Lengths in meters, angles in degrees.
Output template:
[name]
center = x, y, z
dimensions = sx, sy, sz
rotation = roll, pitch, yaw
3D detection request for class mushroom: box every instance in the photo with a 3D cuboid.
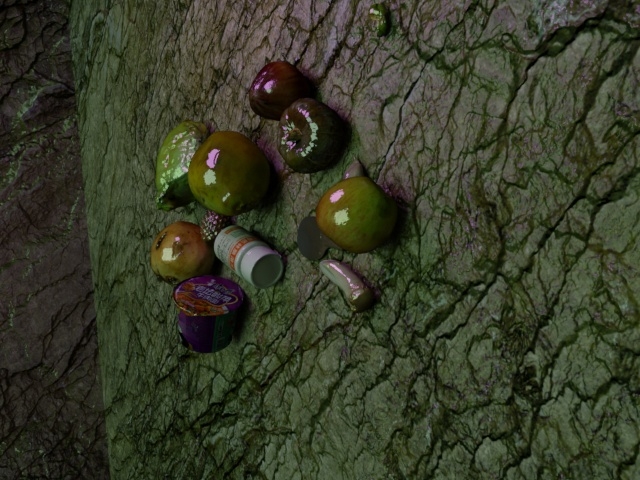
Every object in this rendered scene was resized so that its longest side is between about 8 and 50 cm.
[mushroom]
center = 0.069, 0.115, 1.567
dimensions = 0.209, 0.071, 0.084
rotation = 45, 153, 44

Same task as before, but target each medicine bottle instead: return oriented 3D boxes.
[medicine bottle]
center = -0.237, 0.054, 1.885
dimensions = 0.252, 0.144, 0.145
rotation = 34, 116, 44

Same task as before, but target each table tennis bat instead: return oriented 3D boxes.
[table tennis bat]
center = 0.000, 0.000, 1.687
dimensions = 0.234, 0.022, 0.131
rotation = 16, 102, 52

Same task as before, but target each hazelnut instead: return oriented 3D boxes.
[hazelnut]
center = -0.127, -0.449, 1.713
dimensions = 0.204, 0.177, 0.178
rotation = 23, 108, 49

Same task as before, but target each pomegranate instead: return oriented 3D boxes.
[pomegranate]
center = -0.518, 0.056, 2.166
dimensions = 0.260, 0.260, 0.261
rotation = 2, 92, 51

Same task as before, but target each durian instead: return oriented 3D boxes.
[durian]
center = -0.515, -0.292, 2.196
dimensions = 0.255, 0.204, 0.340
rotation = -21, 65, 35

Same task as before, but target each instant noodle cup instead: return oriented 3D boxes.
[instant noodle cup]
center = -0.403, 0.269, 2.034
dimensions = 0.251, 0.251, 0.190
rotation = 39, 129, 44

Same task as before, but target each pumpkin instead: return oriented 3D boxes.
[pumpkin]
center = -0.044, -0.296, 1.622
dimensions = 0.218, 0.162, 0.219
rotation = 8, 100, 48

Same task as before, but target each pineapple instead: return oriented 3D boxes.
[pineapple]
center = -0.385, -0.115, 2.098
dimensions = 0.125, 0.125, 0.252
rotation = -16, 75, 50

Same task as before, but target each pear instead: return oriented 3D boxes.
[pear]
center = -0.298, -0.215, 1.858
dimensions = 0.269, 0.268, 0.321
rotation = -53, 43, 38

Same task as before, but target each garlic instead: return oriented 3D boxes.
[garlic]
center = 0.082, -0.151, 1.539
dimensions = 0.084, 0.066, 0.152
rotation = 35, 119, 47

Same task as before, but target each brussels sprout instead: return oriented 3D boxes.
[brussels sprout]
center = 0.154, -0.566, 1.465
dimensions = 0.051, 0.046, 0.084
rotation = -26, 81, 44

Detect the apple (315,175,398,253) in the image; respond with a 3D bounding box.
[apple]
center = 0.095, -0.067, 1.429
dimensions = 0.195, 0.195, 0.196
rotation = 2, 92, 51
